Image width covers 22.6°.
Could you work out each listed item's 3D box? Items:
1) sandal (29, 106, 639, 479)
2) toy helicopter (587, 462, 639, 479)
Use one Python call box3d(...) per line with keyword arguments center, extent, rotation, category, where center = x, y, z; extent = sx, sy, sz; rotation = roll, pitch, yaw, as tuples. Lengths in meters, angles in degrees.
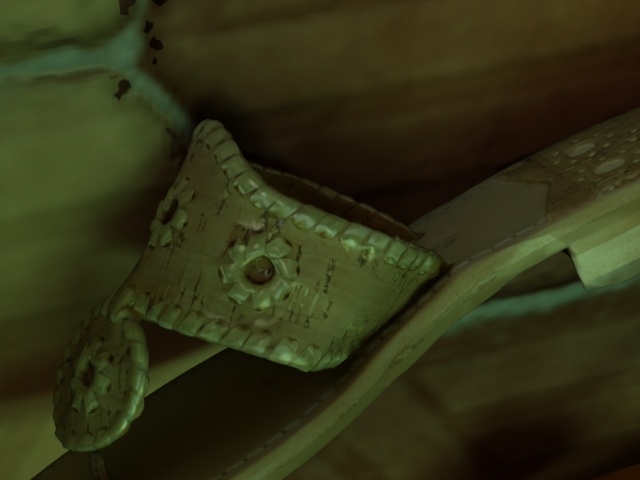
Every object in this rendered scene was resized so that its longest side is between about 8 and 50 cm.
box3d(center=(-0.002, -0.001, 0.407), extent=(0.240, 0.088, 0.079), rotation=(-28, 107, -9), category="sandal")
box3d(center=(0.158, 0.089, 0.544), extent=(0.235, 0.140, 0.355), rotation=(17, 112, -26), category="toy helicopter")
